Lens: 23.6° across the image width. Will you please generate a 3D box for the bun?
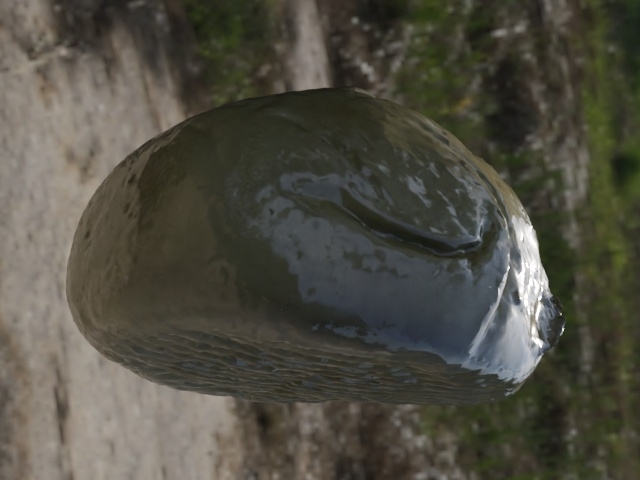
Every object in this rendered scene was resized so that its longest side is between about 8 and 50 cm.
[{"bbox_3d":[0.000,0.000,0.567,0.173,0.167,0.113,17,72,-38],"label":"bun"}]
